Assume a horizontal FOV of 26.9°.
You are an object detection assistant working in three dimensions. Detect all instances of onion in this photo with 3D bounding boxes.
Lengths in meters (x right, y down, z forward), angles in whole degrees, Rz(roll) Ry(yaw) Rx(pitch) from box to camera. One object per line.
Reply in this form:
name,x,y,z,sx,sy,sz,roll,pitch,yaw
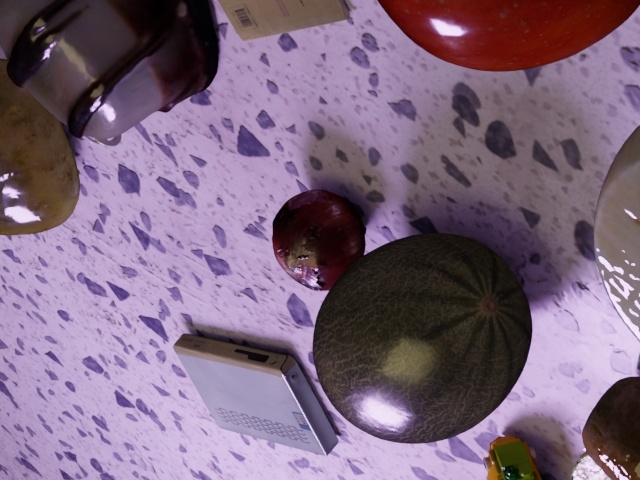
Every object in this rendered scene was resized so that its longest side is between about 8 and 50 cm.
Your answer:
onion,0.000,0.000,1.683,0.131,0.131,0.131,30,146,23

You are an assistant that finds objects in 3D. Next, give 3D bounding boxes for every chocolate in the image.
chocolate,-0.283,-0.246,1.653,0.283,0.186,0.284,29,145,23

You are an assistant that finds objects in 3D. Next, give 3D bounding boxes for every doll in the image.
doll,0.264,0.352,1.787,0.134,0.106,0.186,-105,3,-69

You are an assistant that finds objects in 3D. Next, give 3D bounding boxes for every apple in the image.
apple,0.155,-0.267,1.068,0.216,0.260,0.260,-2,128,29

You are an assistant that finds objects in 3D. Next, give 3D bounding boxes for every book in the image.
book,-0.069,-0.306,1.499,0.192,0.013,0.168,0,127,49

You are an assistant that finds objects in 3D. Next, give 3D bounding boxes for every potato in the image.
potato,-0.475,-0.138,2.002,0.210,0.173,0.307,-2,129,4

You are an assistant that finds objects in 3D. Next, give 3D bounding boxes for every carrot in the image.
carrot,0.434,0.264,1.476,0.302,0.139,0.139,27,145,22

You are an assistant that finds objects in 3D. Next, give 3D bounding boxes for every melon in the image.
melon,0.118,0.115,1.561,0.237,0.237,0.301,46,149,-2

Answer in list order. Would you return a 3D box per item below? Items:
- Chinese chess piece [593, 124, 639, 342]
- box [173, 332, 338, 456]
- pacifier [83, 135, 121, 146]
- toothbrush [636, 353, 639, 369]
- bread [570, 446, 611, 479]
Chinese chess piece,0.416,0.011,1.184,0.349,0.146,0.349,30,146,24
box,-0.104,0.249,2.162,0.270,0.045,0.211,5,131,46
pacifier,-0.311,-0.173,1.900,0.064,0.068,0.083,-39,96,32
toothbrush,0.357,0.076,1.452,0.022,0.017,0.204,7,137,18
bread,0.438,0.357,1.660,0.301,0.045,0.301,29,142,25
